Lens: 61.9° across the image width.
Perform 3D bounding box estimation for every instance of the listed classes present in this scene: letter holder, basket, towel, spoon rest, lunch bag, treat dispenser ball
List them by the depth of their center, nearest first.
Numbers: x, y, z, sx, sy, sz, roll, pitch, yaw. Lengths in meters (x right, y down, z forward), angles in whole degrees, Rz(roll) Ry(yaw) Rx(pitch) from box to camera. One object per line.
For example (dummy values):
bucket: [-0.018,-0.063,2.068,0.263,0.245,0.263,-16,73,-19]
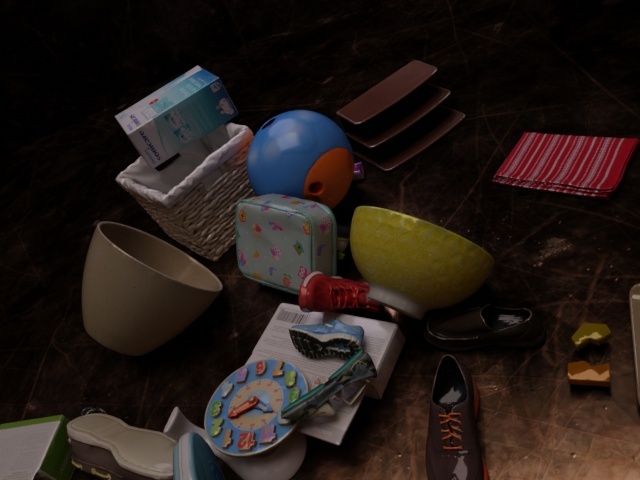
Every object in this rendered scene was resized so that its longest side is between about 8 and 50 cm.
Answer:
spoon rest: [-0.157,0.382,1.019,0.276,0.084,0.137,6,49,19]
towel: [0.567,-0.185,1.243,0.274,0.031,0.199,15,54,42]
lunch bag: [-0.086,0.011,1.274,0.279,0.224,0.107,14,24,42]
treat dispenser ball: [-0.052,-0.200,1.425,0.288,0.288,0.288,-17,39,14]
letter holder: [0.239,-0.360,1.546,0.301,0.152,0.214,-36,40,-10]
basket: [-0.354,-0.161,1.586,0.331,0.266,0.328,22,60,44]

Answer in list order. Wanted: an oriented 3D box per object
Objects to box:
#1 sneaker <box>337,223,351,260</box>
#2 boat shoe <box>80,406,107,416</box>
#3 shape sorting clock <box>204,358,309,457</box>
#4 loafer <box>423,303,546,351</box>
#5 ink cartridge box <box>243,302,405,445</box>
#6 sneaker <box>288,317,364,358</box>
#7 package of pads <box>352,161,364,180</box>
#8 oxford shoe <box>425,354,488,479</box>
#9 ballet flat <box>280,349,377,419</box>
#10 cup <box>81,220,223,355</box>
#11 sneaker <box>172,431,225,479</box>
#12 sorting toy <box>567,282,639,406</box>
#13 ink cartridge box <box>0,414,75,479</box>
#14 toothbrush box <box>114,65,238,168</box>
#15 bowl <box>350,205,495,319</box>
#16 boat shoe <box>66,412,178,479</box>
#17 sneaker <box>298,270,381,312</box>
sneaker: [0.000,0.000,1.334,0.084,0.097,0.234,5,7,-21]
boat shoe: [-0.516,0.407,1.224,0.125,0.038,0.046,15,55,41]
shape sorting clock: [-0.120,0.301,0.987,0.206,0.040,0.206,-14,40,12]
loafer: [0.296,0.149,0.988,0.220,0.078,0.080,-9,42,23]
ink cartridge box: [-0.016,0.261,1.063,0.296,0.066,0.261,5,50,36]
sneaker: [0.014,0.187,1.042,0.162,0.063,0.073,2,29,28]
package of pads: [0.084,-0.193,1.544,0.083,0.032,0.050,-12,44,20]
oxford shoe: [0.204,0.310,0.846,0.096,0.098,0.271,-12,41,20]
ballet flat: [0.022,0.267,0.925,0.188,0.070,0.070,-34,38,-14]
cup: [-0.441,0.136,1.305,0.331,0.331,0.237,35,96,49]
sneaker: [-0.253,0.491,0.867,0.208,0.127,0.319,-26,49,4]
sorting toy: [0.560,0.170,0.843,0.307,0.041,0.229,-3,49,29]
ink cartridge box: [-0.638,0.517,1.130,0.188,0.097,0.255,-14,42,18]
toothbrush box: [-0.418,-0.362,1.543,0.295,0.126,0.216,-36,37,-8]
bowl: [0.172,0.061,1.043,0.289,0.289,0.156,18,82,43]
boat shoe: [-0.388,0.438,1.066,0.324,0.097,0.116,6,8,31]
sneaker: [0.053,0.109,1.102,0.128,0.087,0.221,4,4,27]
